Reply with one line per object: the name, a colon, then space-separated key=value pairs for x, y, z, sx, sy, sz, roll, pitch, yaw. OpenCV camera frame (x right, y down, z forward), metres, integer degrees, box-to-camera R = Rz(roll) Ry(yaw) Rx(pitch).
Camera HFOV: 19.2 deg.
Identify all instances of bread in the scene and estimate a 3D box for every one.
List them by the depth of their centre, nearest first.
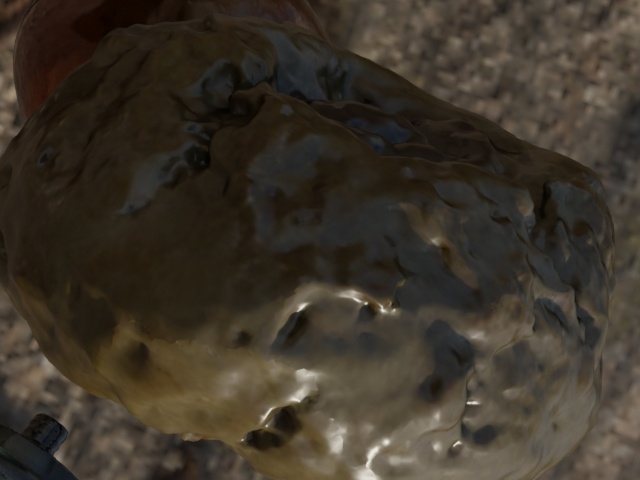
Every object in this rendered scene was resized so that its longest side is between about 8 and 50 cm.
bread: x=0.000 y=0.000 z=0.651 sx=0.230 sy=0.230 sz=0.123 roll=5 pitch=111 yaw=-59

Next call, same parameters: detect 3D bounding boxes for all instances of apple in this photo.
apple: x=-0.095 y=-0.107 z=1.289 sx=0.234 sy=0.234 sz=0.234 roll=-35 pitch=136 yaw=-43

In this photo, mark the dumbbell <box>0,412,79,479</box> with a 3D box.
dumbbell: x=-0.264 y=0.228 z=1.249 sx=0.290 sy=0.192 sz=0.192 roll=-54 pitch=146 yaw=-27
